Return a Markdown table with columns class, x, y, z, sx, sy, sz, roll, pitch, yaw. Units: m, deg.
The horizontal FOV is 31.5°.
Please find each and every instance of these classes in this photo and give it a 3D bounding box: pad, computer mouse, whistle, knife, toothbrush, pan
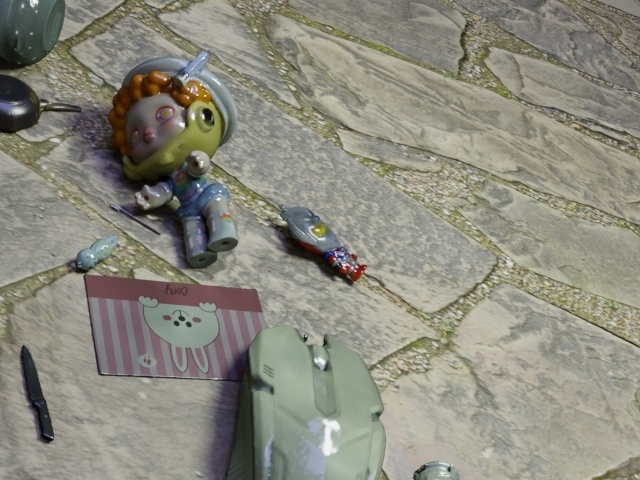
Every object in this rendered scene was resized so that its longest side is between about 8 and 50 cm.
| class | x | y | z | sx | sy | sz | roll | pitch | yaw |
| --- | --- | --- | --- | --- | --- | --- | --- | --- | --- |
| pad | -0.215 | 0.138 | 1.787 | 0.299 | 0.005 | 0.202 | 7 | 43 | -27 |
| computer mouse | -0.011 | 0.275 | 1.655 | 0.228 | 0.145 | 0.429 | 16 | 40 | -13 |
| whistle | -0.355 | 0.019 | 1.807 | 0.035 | 0.035 | 0.100 | 36 | 37 | 8 |
| knife | -0.398 | 0.210 | 1.585 | 0.023 | 0.010 | 0.170 | 7 | 41 | -35 |
| toothbrush | -0.311 | -0.036 | 1.919 | 0.097 | 0.006 | 0.008 | 30 | 50 | 0 |
| pan | -0.527 | -0.258 | 1.995 | 0.128 | 0.048 | 0.202 | 41 | 38 | 15 |

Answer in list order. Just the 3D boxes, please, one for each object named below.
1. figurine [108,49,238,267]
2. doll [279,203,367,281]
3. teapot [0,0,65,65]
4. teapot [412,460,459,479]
| class | x | y | z | sx | sy | sz | roll | pitch | yaw |
| --- | --- | --- | --- | --- | --- | --- | --- | --- | --- |
| figurine | -0.242 | -0.126 | 1.976 | 0.205 | 0.224 | 0.382 | 16 | 60 | -52 |
| doll | 0.000 | 0.000 | 2.039 | 0.194 | 0.062 | 0.104 | 40 | 39 | 2 |
| teapot | -0.598 | -0.428 | 2.054 | 0.250 | 0.183 | 0.183 | 18 | 38 | 2 |
| teapot | 0.182 | 0.425 | 1.665 | 0.107 | 0.077 | 0.200 | 26 | 38 | -12 |
